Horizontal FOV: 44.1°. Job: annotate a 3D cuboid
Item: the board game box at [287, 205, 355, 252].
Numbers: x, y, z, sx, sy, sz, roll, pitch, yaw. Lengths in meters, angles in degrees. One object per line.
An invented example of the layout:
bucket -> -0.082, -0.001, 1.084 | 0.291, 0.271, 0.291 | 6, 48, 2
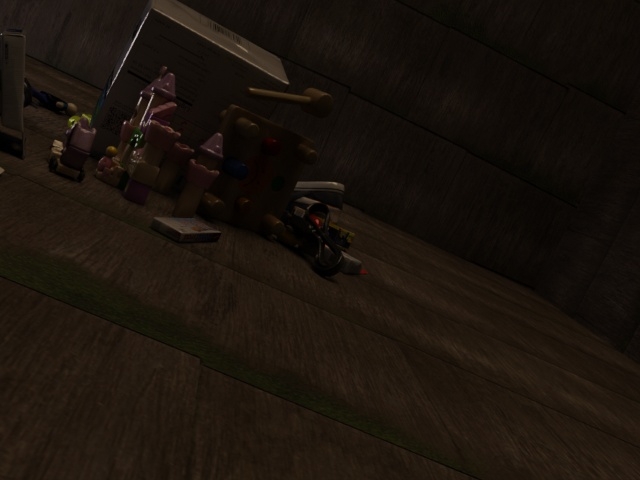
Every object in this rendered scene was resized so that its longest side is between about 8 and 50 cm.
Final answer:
board game box -> -0.002, -0.021, 2.051 | 0.170, 0.048, 0.141 | 25, -11, 1

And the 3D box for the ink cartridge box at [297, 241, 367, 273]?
ink cartridge box -> 0.042, 0.034, 1.975 | 0.145, 0.045, 0.179 | 29, 10, 20

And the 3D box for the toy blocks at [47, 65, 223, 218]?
toy blocks -> -0.365, -0.232, 1.623 | 0.309, 0.260, 0.288 | 22, 9, -28

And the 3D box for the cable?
cable -> 0.000, 0.000, 1.823 | 0.287, 0.139, 0.072 | 43, -22, 49

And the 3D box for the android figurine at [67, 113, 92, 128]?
android figurine -> -0.537, -0.268, 2.100 | 0.248, 0.056, 0.273 | 19, 9, -42

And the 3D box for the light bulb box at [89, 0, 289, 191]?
light bulb box -> -0.322, -0.338, 1.897 | 0.358, 0.361, 0.225 | 26, 21, -21

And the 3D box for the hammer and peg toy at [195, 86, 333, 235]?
hammer and peg toy -> -0.138, -0.203, 1.789 | 0.266, 0.361, 0.127 | 18, 11, -43

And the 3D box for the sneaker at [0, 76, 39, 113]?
sneaker -> -0.794, -0.377, 1.863 | 0.269, 0.101, 0.153 | 32, 7, 2

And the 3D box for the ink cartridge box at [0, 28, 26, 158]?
ink cartridge box -> -0.585, -0.285, 1.507 | 0.045, 0.224, 0.223 | 0, 16, -20

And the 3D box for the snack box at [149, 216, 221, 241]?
snack box -> -0.246, -0.020, 1.466 | 0.064, 0.022, 0.178 | 26, 7, 14

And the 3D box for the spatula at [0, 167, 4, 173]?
spatula -> -0.605, -0.144, 1.171 | 0.242, 0.019, 0.168 | 23, 13, -11

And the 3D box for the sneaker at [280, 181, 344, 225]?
sneaker -> -0.096, -0.100, 2.211 | 0.321, 0.127, 0.126 | 2, -6, 17

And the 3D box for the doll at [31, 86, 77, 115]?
doll -> -0.781, -0.404, 2.270 | 0.129, 0.046, 0.189 | 20, -5, 40
